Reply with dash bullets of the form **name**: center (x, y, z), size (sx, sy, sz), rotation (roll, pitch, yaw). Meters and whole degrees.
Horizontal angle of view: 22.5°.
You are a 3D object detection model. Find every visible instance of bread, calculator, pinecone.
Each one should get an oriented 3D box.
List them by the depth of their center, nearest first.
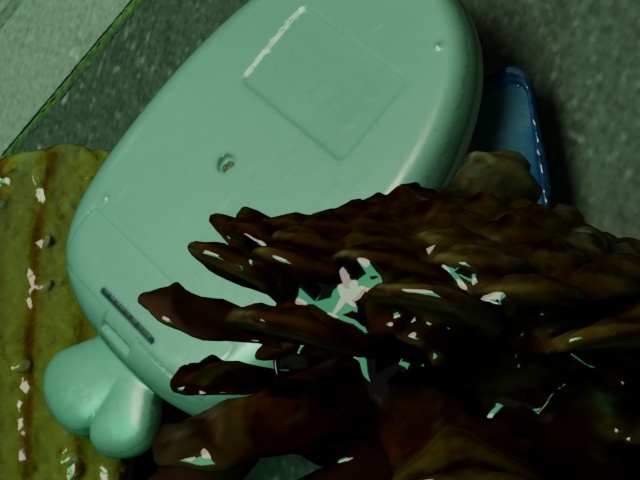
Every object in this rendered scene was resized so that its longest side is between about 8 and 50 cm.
- **pinecone**: center (0.056, 0.095, 0.638), size (0.264, 0.264, 0.264), rotation (-16, 67, 43)
- **calculator**: center (-0.037, -0.017, 0.805), size (0.295, 0.042, 0.184), rotation (-52, 53, 3)
- **bread**: center (-0.167, 0.080, 0.936), size (0.184, 0.110, 0.234), rotation (131, 142, -66)

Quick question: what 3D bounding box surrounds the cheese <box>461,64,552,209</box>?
- **cheese**: center (0.000, 0.000, 0.847), size (0.286, 0.074, 0.189), rotation (-26, 61, 36)
